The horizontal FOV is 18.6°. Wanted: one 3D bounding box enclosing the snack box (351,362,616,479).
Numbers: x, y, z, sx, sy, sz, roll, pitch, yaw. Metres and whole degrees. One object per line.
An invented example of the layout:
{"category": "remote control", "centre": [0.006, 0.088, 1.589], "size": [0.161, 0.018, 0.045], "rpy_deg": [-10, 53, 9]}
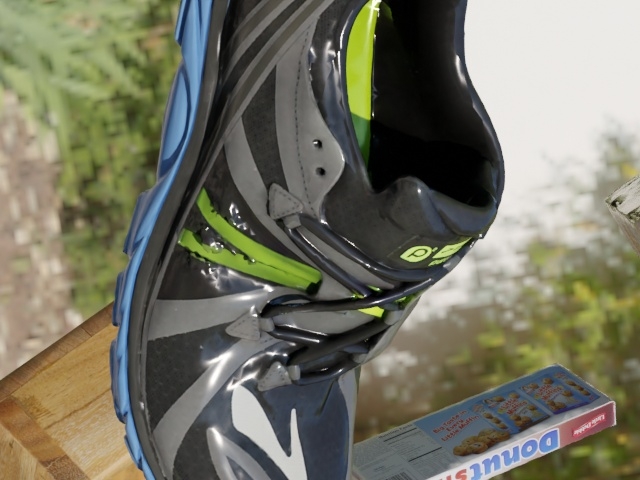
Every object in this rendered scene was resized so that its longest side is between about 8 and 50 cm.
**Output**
{"category": "snack box", "centre": [0.100, 0.127, 1.258], "size": [0.064, 0.178, 0.022], "rpy_deg": [35, -43, 53]}

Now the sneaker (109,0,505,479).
{"category": "sneaker", "centre": [0.000, 0.000, 0.462], "size": [0.067, 0.078, 0.188], "rpy_deg": [-13, 121, -47]}

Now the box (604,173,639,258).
{"category": "box", "centre": [0.323, -0.071, 1.203], "size": [0.073, 0.295, 0.293], "rpy_deg": [56, 5, -3]}

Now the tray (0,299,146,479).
{"category": "tray", "centre": [-0.098, 0.155, 1.064], "size": [0.076, 0.203, 0.411], "rpy_deg": [42, -33, 19]}
